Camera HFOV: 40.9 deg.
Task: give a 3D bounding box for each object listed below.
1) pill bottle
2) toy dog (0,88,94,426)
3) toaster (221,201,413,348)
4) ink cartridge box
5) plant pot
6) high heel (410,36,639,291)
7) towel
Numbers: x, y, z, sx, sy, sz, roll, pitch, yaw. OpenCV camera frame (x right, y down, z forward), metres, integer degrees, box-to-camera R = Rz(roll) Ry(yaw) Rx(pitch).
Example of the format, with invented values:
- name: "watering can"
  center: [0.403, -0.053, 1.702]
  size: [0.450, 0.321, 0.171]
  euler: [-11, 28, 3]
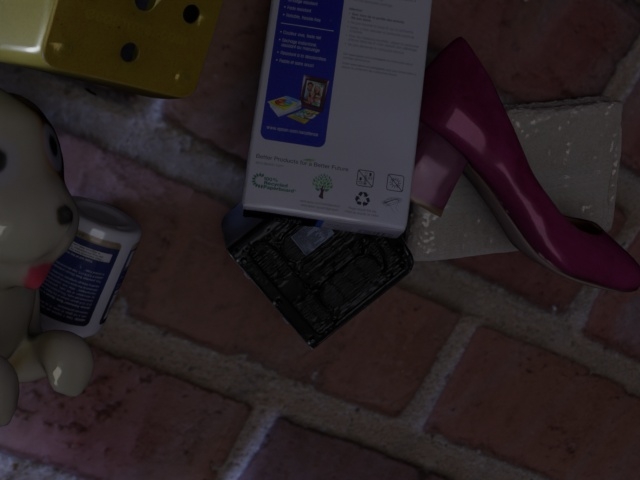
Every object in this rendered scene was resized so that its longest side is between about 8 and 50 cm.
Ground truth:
- name: "pill bottle"
  center: [-0.266, 0.046, 0.924]
  size: [0.094, 0.094, 0.169]
  euler: [20, 103, -23]
- name: "toy dog"
  center: [-0.381, 0.037, 0.792]
  size: [0.408, 0.395, 0.285]
  euler: [-50, 159, 15]
- name: "toaster"
  center: [0.000, 0.000, 0.979]
  size: [0.186, 0.110, 0.168]
  euler: [-39, 117, 0]
- name: "ink cartridge box"
  center: [0.022, -0.177, 0.877]
  size: [0.166, 0.065, 0.332]
  euler: [9, 81, -3]
- name: "plant pot"
  center: [-0.194, -0.229, 0.752]
  size: [0.212, 0.187, 0.212]
  euler: [7, 110, -42]
- name: "high heel"
  center: [0.256, -0.070, 0.975]
  size: [0.377, 0.127, 0.181]
  euler: [23, 99, -25]
- name: "towel"
  center: [0.238, -0.078, 1.059]
  size: [0.282, 0.049, 0.187]
  euler: [-6, 111, -14]
